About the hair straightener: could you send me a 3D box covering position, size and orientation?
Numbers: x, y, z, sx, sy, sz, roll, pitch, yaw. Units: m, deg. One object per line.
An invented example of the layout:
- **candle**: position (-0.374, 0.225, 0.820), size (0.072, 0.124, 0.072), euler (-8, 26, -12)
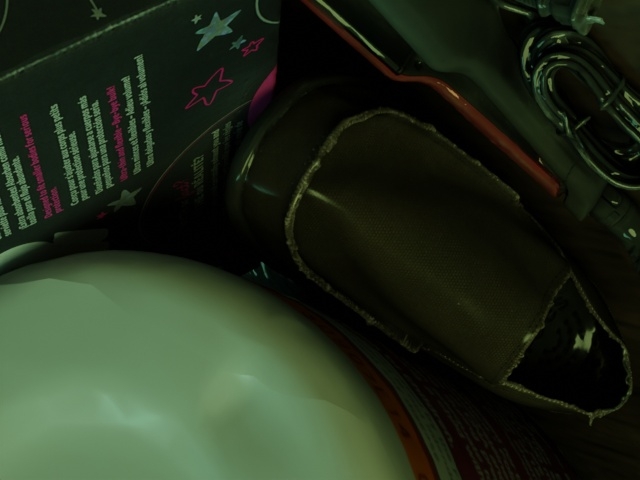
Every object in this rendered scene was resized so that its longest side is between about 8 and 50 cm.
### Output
- **hair straightener**: position (0.066, -0.056, 0.535), size (0.230, 0.047, 0.089), euler (45, 156, -20)

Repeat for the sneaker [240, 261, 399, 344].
- **sneaker**: position (-0.001, 0.002, 0.742), size (0.170, 0.051, 0.089), euler (26, 155, 12)

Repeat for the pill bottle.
- **pill bottle**: position (-0.005, 0.147, 0.661), size (0.224, 0.224, 0.392), euler (25, 179, 25)

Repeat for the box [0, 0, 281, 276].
- **box**: position (-0.117, -0.068, 0.578), size (0.163, 0.142, 0.247), euler (57, 164, 18)

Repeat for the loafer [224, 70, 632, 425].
- **loafer**: position (0.055, 0.007, 0.587), size (0.220, 0.080, 0.078), euler (30, -179, -44)
